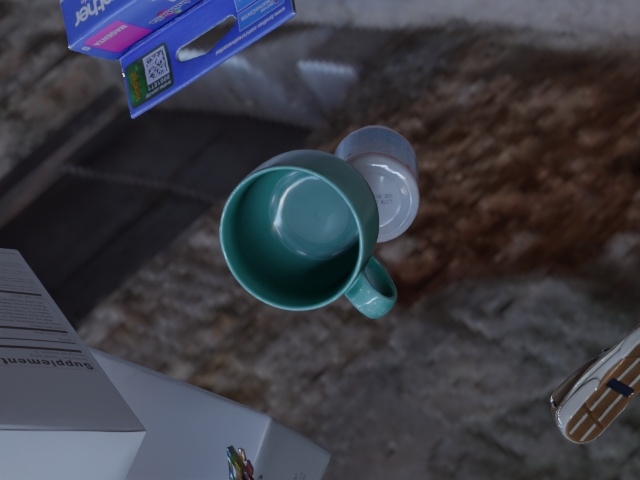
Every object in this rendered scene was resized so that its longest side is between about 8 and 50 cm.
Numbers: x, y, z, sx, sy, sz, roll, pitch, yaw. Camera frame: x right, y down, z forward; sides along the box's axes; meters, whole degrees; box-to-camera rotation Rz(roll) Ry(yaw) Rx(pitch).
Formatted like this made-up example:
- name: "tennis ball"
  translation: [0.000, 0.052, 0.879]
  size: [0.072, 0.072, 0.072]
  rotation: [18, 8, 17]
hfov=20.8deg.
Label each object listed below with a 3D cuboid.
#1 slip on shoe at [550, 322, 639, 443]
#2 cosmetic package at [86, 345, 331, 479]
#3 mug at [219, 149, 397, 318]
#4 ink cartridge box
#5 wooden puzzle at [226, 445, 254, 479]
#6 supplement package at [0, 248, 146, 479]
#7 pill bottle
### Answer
- name: "slip on shoe"
  translation: [0.221, 0.089, 1.268]
  size: [0.051, 0.135, 0.041]
  rotation: [32, -163, -32]
- name: "cosmetic package"
  translation: [-0.222, 0.360, 2.357]
  size: [0.327, 0.329, 0.393]
  rotation: [19, 171, 15]
- name: "mug"
  translation: [-0.009, -0.002, 1.531]
  size: [0.097, 0.129, 0.157]
  rotation: [-50, -56, -68]
- name: "ink cartridge box"
  translation: [-0.129, -0.270, 1.309]
  size: [0.065, 0.186, 0.311]
  rotation: [7, -117, -51]
- name: "wooden puzzle"
  translation: [-0.064, 0.202, 1.436]
  size: [0.049, 0.006, 0.083]
  rotation: [-130, 30, -50]
- name: "supplement package"
  translation: [-0.317, 0.152, 1.566]
  size: [0.175, 0.177, 0.293]
  rotation: [6, -151, -39]
- name: "pill bottle"
  translation: [0.052, -0.061, 1.692]
  size: [0.087, 0.087, 0.160]
  rotation: [51, -166, -13]
